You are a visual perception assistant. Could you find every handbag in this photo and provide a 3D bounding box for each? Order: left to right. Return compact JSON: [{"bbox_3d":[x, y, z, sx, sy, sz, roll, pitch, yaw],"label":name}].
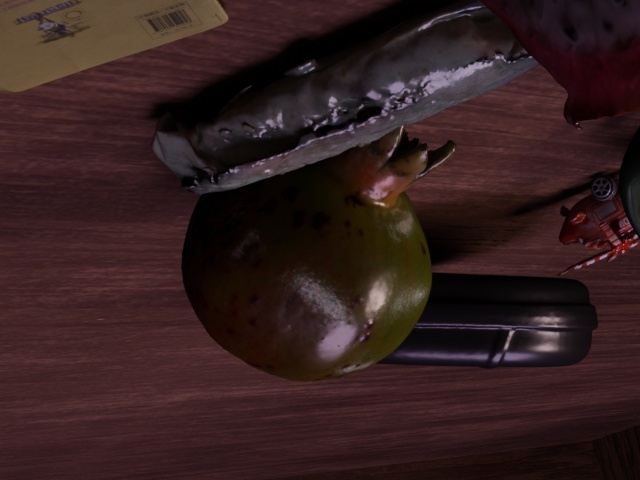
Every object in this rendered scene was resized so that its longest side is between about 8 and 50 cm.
[{"bbox_3d":[0.127,0.080,1.420,0.308,0.093,0.254,2,177,5],"label":"handbag"}]

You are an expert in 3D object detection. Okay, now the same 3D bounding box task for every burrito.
[{"bbox_3d":[0.028,-0.101,0.940,0.309,0.066,0.096,-19,168,20],"label":"burrito"}]

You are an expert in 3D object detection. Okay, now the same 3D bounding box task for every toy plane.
[{"bbox_3d":[0.312,-0.042,1.351,0.126,0.077,0.194,-6,155,-34],"label":"toy plane"}]

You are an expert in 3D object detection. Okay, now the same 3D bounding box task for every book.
[{"bbox_3d":[-0.155,-0.137,0.767,0.168,0.013,0.192,-16,163,8],"label":"book"}]

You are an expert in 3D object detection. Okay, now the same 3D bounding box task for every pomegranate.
[{"bbox_3d":[0.010,0.007,1.051,0.246,0.198,0.198,-21,162,34],"label":"pomegranate"}]

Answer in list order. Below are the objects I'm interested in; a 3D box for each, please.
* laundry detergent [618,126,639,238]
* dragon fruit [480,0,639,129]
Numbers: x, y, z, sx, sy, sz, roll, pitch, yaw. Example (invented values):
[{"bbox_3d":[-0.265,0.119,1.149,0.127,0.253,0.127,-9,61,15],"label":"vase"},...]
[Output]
[{"bbox_3d":[0.326,-0.067,1.205,0.144,0.078,0.221,-26,142,12],"label":"laundry detergent"},{"bbox_3d":[0.145,-0.179,0.415,0.189,0.290,0.290,-16,165,-15],"label":"dragon fruit"}]
